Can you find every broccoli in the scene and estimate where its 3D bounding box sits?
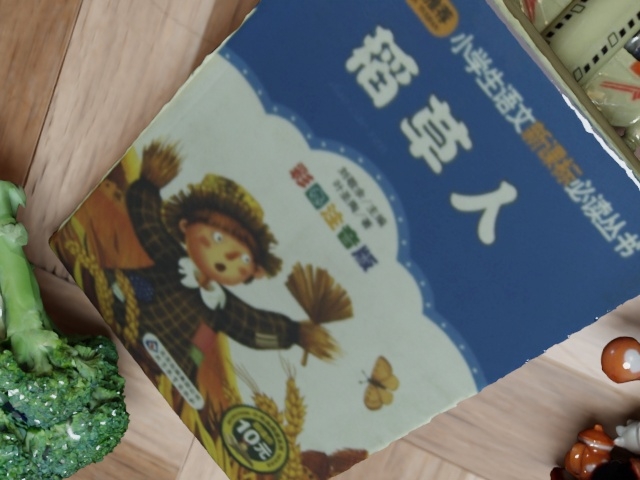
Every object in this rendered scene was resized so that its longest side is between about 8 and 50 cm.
[{"bbox_3d":[-0.280,0.087,0.723,0.270,0.270,0.270,1,88,15],"label":"broccoli"}]

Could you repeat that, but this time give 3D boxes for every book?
[{"bbox_3d":[0.000,0.000,0.677,0.428,0.039,0.300,-40,86,34],"label":"book"}]

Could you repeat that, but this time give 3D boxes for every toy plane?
[{"bbox_3d":[0.176,-0.134,0.643,0.242,0.104,0.256,45,106,3],"label":"toy plane"}]

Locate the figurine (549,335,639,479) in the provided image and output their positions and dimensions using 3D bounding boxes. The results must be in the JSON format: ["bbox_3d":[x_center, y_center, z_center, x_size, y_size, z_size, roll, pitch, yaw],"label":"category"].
[{"bbox_3d":[0.278,0.095,0.635,0.184,0.160,0.226,17,92,11],"label":"figurine"}]
